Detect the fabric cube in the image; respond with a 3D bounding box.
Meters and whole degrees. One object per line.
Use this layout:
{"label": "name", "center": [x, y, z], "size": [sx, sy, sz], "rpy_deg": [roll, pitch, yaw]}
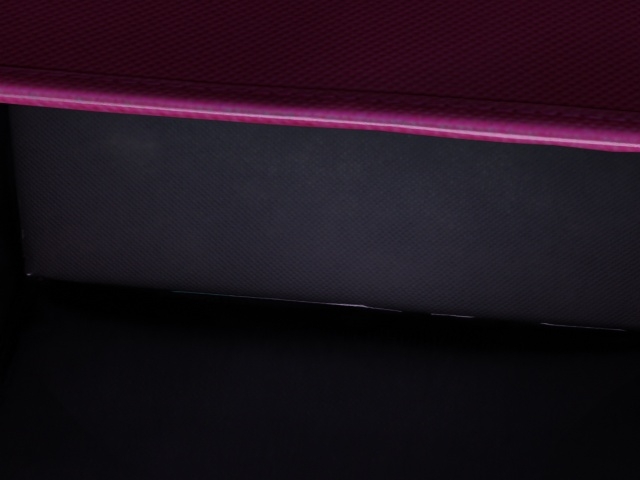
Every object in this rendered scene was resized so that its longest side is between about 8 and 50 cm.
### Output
{"label": "fabric cube", "center": [0.000, 0.000, 0.488], "size": [0.254, 0.258, 0.259], "rpy_deg": [4, 128, 4]}
